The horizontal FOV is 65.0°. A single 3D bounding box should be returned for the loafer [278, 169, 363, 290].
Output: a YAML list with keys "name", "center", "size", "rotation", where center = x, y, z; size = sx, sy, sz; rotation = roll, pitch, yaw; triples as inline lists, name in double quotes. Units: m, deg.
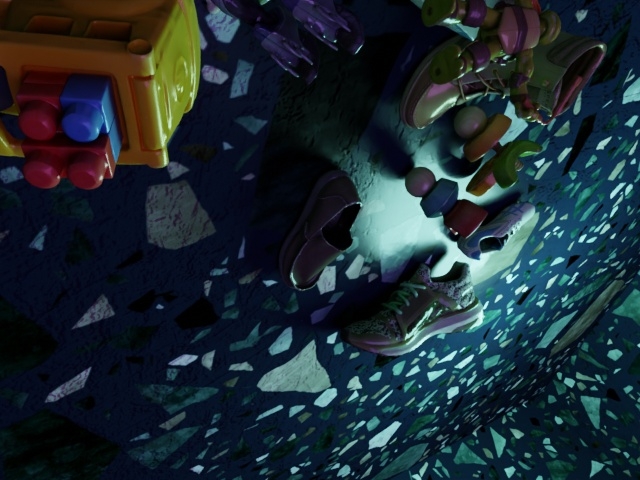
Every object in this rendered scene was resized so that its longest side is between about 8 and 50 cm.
- name: "loafer"
  center: [0.000, 0.000, 0.884]
  size: [0.094, 0.087, 0.251]
  rotation: [-5, 131, -37]

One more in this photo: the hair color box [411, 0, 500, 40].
- name: "hair color box"
  center: [0.220, -0.450, 0.602]
  size: [0.173, 0.105, 0.347]
  rotation: [13, 118, -45]

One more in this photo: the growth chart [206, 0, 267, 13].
- name: "growth chart"
  center: [-0.050, -0.349, 0.545]
  size: [0.237, 0.021, 0.172]
  rotation: [-32, 143, -11]

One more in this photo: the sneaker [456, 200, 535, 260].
- name: "sneaker"
  center: [0.450, -0.020, 1.249]
  size: [0.237, 0.086, 0.085]
  rotation: [-29, 140, -16]

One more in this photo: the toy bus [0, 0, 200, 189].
- name: "toy bus"
  center: [-0.224, -0.131, 0.419]
  size: [0.220, 0.212, 0.150]
  rotation: [3, 139, -6]

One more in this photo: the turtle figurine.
- name: "turtle figurine"
  center: [0.231, -0.276, 0.632]
  size: [0.217, 0.087, 0.270]
  rotation: [-13, 114, -25]

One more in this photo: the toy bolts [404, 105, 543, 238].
- name: "toy bolts"
  center: [0.270, -0.136, 0.983]
  size: [0.229, 0.158, 0.218]
  rotation: [-51, -177, -1]

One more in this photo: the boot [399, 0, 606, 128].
- name: "boot"
  center: [0.269, -0.240, 0.773]
  size: [0.262, 0.203, 0.095]
  rotation: [-42, 144, 1]

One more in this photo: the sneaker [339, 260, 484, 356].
- name: "sneaker"
  center: [0.219, 0.147, 1.221]
  size: [0.410, 0.158, 0.182]
  rotation: [-13, 104, -28]

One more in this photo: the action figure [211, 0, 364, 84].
- name: "action figure"
  center: [-0.093, -0.266, 0.493]
  size: [0.284, 0.099, 0.185]
  rotation: [21, 141, -36]
